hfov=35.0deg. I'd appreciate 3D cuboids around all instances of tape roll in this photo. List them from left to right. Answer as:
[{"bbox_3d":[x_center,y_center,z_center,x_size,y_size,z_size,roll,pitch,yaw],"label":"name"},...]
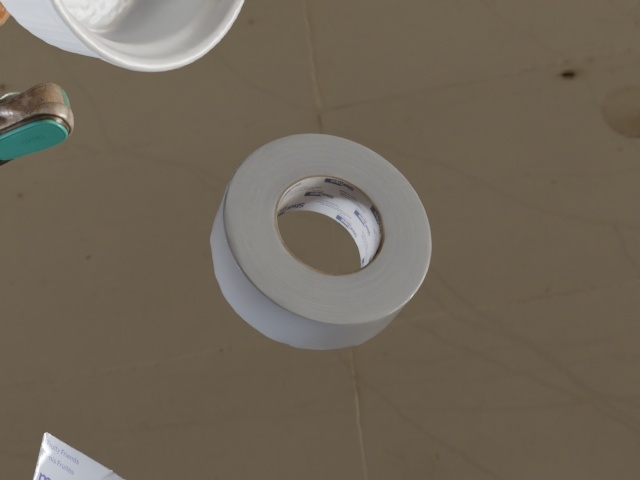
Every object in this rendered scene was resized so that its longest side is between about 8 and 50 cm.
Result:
[{"bbox_3d":[0.000,0.000,1.040,0.219,0.072,0.219,8,-120,-13],"label":"tape roll"}]

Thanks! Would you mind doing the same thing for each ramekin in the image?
[{"bbox_3d":[-0.210,-0.315,1.034,0.135,0.277,0.277,13,-125,42],"label":"ramekin"}]

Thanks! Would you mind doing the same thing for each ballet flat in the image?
[{"bbox_3d":[-0.519,-0.162,1.565,0.316,0.107,0.106,-16,-120,11],"label":"ballet flat"}]

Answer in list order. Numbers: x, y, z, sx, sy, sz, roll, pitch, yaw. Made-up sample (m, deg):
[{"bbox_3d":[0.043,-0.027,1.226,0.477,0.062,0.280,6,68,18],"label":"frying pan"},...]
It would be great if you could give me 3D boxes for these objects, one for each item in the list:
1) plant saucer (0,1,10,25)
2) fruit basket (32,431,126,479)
[{"bbox_3d":[-0.445,-0.389,1.378,0.037,0.200,0.200,15,-126,0],"label":"plant saucer"},{"bbox_3d":[-0.272,0.456,1.208,0.327,0.353,0.165,23,-164,30],"label":"fruit basket"}]
